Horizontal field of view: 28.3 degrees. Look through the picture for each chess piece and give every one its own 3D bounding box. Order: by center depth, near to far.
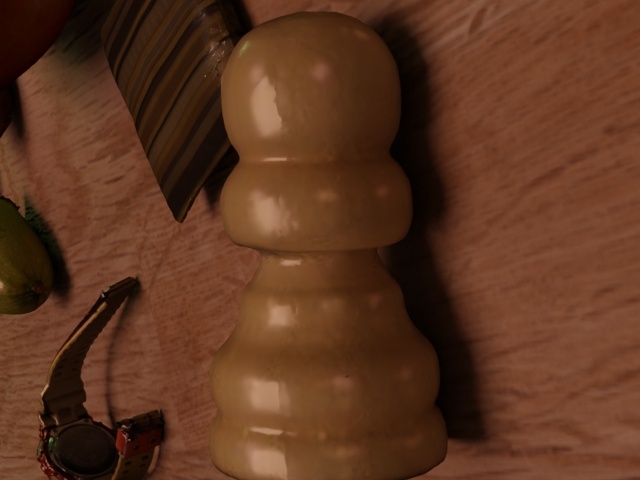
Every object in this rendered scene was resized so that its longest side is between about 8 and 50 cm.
[{"bbox_3d":[0.000,0.000,0.847,0.167,0.167,0.299,7,100,60],"label":"chess piece"}]

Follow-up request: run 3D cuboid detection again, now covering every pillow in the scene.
[{"bbox_3d":[-0.123,-0.153,1.088,0.208,0.052,0.212,-48,61,54],"label":"pillow"}]

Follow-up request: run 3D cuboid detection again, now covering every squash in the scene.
[{"bbox_3d":[-0.395,0.030,1.598,0.187,0.123,0.123,38,133,45],"label":"squash"}]

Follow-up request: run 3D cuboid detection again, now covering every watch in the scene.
[{"bbox_3d":[-0.235,0.177,1.402,0.164,0.102,0.268,58,138,20],"label":"watch"}]

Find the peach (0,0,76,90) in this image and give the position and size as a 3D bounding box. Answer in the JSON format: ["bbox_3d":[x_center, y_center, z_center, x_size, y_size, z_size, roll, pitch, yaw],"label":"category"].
[{"bbox_3d":[-0.407,-0.302,1.268,0.335,0.310,0.406,47,160,-25],"label":"peach"}]

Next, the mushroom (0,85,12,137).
[{"bbox_3d":[-0.498,-0.197,1.605,0.231,0.194,0.138,45,140,28],"label":"mushroom"}]
